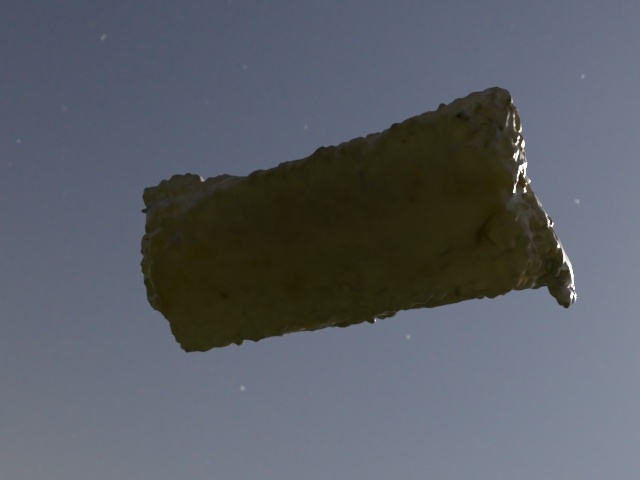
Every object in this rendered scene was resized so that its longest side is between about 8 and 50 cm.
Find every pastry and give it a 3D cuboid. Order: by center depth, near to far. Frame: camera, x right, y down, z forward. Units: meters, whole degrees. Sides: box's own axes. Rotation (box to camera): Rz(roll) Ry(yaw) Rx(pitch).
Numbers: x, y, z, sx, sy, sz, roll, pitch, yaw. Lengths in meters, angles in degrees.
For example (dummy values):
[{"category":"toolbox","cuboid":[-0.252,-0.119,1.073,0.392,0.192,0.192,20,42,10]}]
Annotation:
[{"category":"pastry","cuboid":[0.001,-0.006,0.521,0.259,0.121,0.089,-9,-6,19]}]
